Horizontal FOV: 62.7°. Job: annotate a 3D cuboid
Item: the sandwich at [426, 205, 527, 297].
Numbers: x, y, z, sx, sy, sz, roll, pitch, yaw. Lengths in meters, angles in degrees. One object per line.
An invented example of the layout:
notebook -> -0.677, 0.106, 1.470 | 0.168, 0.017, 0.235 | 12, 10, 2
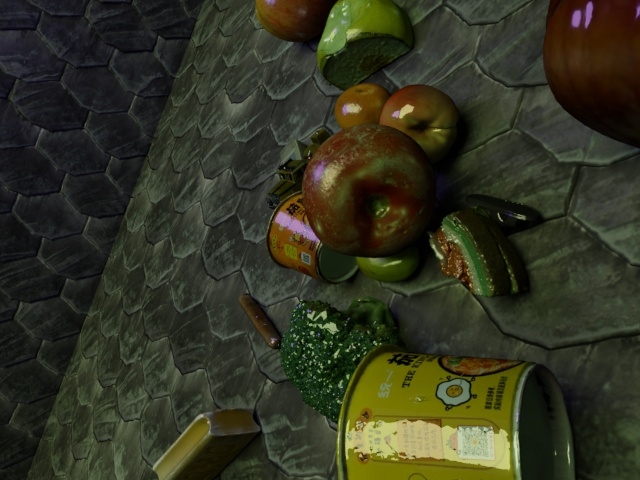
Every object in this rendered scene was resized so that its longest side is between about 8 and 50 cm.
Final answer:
sandwich -> 0.276, 0.036, 0.976 | 0.160, 0.109, 0.184 | -45, 63, 54

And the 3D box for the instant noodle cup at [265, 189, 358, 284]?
instant noodle cup -> 0.000, 0.000, 1.278 | 0.172, 0.216, 0.215 | 28, 96, 43

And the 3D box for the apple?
apple -> -0.093, -0.807, 1.714 | 0.301, 0.302, 0.301 | -26, 55, 42

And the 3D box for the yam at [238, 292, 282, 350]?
yam -> -0.172, 0.230, 1.499 | 0.046, 0.046, 0.264 | -61, 36, 10

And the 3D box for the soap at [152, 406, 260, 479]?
soap -> -0.303, 0.556, 1.403 | 0.274, 0.173, 0.089 | -50, 49, 24

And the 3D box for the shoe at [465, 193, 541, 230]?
shoe -> 0.341, -0.048, 0.994 | 0.159, 0.062, 0.053 | 31, 123, 47

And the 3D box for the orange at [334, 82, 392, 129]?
orange -> 0.114, -0.325, 1.336 | 0.155, 0.134, 0.154 | -10, 44, 10

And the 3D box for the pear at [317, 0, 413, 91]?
pear -> 0.109, -0.588, 1.456 | 0.292, 0.159, 0.292 | -29, 49, 40

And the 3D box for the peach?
peach -> 0.212, -0.254, 1.157 | 0.184, 0.184, 0.184 | -26, 55, 42

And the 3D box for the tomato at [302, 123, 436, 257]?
tomato -> 0.094, -0.102, 1.062 | 0.270, 0.270, 0.222 | -55, 24, 17

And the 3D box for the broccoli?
broccoli -> 0.058, 0.229, 1.067 | 0.308, 0.308, 0.275 | -15, 37, 47

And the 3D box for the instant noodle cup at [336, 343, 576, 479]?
instant noodle cup -> 0.216, 0.313, 0.787 | 0.254, 0.326, 0.325 | -12, 64, 37

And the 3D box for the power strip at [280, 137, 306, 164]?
power strip -> -0.063, -0.196, 1.561 | 0.078, 0.052, 0.272 | -42, 45, 30

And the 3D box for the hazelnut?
hazelnut -> 0.495, -0.283, 0.689 | 0.409, 0.359, 0.359 | 18, 87, 61

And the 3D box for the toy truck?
toy truck -> -0.034, -0.177, 1.390 | 0.257, 0.127, 0.127 | -47, 34, -20

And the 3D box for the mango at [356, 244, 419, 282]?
mango -> 0.142, 0.036, 1.166 | 0.117, 0.089, 0.163 | -58, 39, 5
